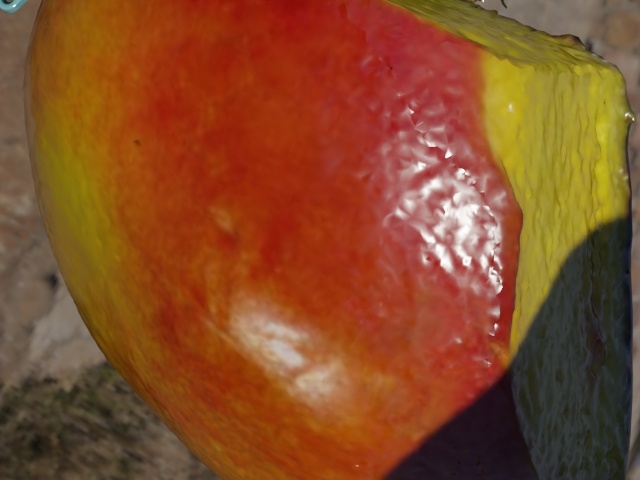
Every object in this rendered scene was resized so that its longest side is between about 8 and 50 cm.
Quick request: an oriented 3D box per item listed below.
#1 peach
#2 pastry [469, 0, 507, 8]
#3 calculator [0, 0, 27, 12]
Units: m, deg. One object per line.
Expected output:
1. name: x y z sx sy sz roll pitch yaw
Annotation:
1. peach: 0.000 0.000 0.792 0.242 0.380 0.306 -20 136 -56
2. pastry: 0.022 -0.254 1.084 0.275 0.275 0.193 -33 161 -35
3. calculator: -0.259 -0.384 1.337 0.054 0.256 0.386 58 33 -75
